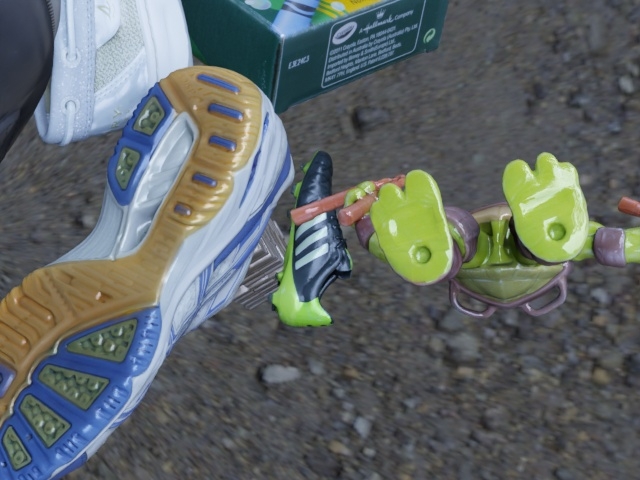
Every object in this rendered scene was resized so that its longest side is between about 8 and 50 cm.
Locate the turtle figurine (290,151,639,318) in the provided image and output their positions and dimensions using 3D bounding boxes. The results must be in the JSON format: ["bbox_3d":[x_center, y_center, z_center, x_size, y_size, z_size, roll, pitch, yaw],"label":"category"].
[{"bbox_3d":[0.092,0.001,0.879,0.270,0.217,0.087,5,87,14],"label":"turtle figurine"}]

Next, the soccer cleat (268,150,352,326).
[{"bbox_3d":[0.000,0.000,1.491,0.072,0.060,0.178,9,76,9],"label":"soccer cleat"}]

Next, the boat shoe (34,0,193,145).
[{"bbox_3d":[-0.179,-0.222,0.979,0.103,0.118,0.320,-20,96,-32],"label":"boat shoe"}]

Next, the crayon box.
[{"bbox_3d":[-0.071,-0.249,1.324,0.203,0.323,0.083,-27,141,-37],"label":"crayon box"}]

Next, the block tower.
[{"bbox_3d":[-0.100,0.014,1.890,0.097,0.335,0.091,-29,80,2],"label":"block tower"}]

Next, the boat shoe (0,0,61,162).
[{"bbox_3d":[-0.145,-0.014,0.417,0.112,0.335,0.095,14,75,-18],"label":"boat shoe"}]

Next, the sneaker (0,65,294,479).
[{"bbox_3d":[-0.107,0.041,0.946,0.112,0.131,0.296,34,85,25],"label":"sneaker"}]
